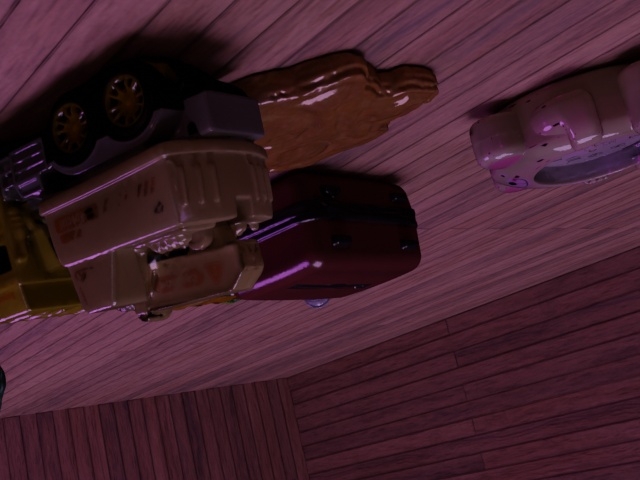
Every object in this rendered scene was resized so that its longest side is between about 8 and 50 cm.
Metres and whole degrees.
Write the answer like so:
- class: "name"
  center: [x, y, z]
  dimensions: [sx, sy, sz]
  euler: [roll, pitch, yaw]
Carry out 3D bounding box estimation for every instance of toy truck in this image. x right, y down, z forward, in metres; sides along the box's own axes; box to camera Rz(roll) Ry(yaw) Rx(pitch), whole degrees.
- class: "toy truck"
  center: [-0.235, -0.028, 0.973]
  dimensions: [0.405, 0.254, 0.180]
  euler: [-18, 170, 30]

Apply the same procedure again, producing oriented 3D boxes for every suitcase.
- class: "suitcase"
  center: [0.000, 0.000, 1.464]
  dimensions: [0.236, 0.161, 0.297]
  euler: [-23, 164, 39]

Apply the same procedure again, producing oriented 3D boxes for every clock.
- class: "clock"
  center: [0.388, -0.156, 1.314]
  dimensions: [0.309, 0.114, 0.284]
  euler: [-17, 167, 17]

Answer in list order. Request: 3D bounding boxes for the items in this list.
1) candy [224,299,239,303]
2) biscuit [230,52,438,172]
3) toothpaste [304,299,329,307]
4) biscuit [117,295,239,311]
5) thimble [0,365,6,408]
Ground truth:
- class: "candy"
  center: [-0.162, 0.103, 1.977]
  dimensions: [0.178, 0.032, 0.102]
  euler: [-21, 164, 29]
- class: "biscuit"
  center: [-0.035, -0.140, 1.121]
  dimensions: [0.376, 0.051, 0.269]
  euler: [-15, 167, 6]
- class: "toothpaste"
  center: [-0.024, 0.072, 1.933]
  dimensions: [0.114, 0.073, 0.299]
  euler: [-14, 158, 1]
- class: "biscuit"
  center: [-0.240, 0.087, 1.768]
  dimensions: [0.335, 0.078, 0.329]
  euler: [-7, 167, -23]
- class: "thimble"
  center: [-0.728, 0.264, 1.622]
  dimensions: [0.288, 0.254, 0.167]
  euler: [-12, 165, -3]
